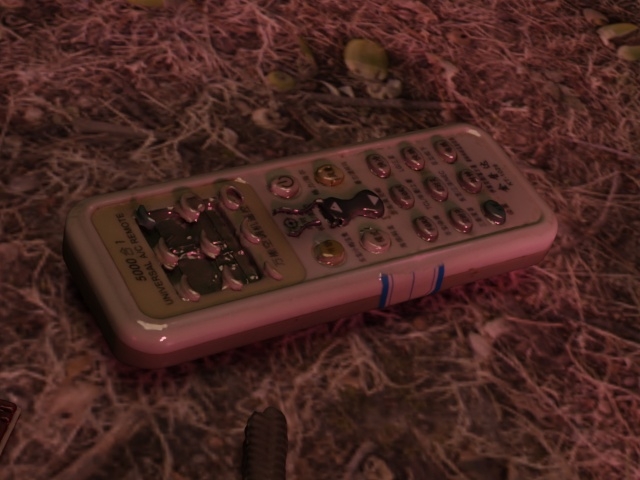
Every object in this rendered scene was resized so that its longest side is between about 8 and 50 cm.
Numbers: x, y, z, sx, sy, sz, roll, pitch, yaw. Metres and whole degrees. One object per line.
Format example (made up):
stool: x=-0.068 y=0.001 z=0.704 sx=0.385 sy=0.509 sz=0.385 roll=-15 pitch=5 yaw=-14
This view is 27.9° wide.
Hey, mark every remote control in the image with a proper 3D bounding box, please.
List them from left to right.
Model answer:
remote control: x=0.000 y=0.000 z=0.869 sx=0.335 sy=0.065 sz=0.128 roll=-13 pitch=54 yaw=-29

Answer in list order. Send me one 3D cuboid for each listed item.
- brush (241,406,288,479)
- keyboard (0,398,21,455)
brush: x=-0.038 y=0.215 z=0.653 sx=0.070 sy=0.051 sz=0.323 roll=8 pitch=44 yaw=-7
keyboard: x=-0.215 y=0.143 z=0.691 sx=0.055 sy=0.017 sz=0.166 roll=17 pitch=44 yaw=-1
